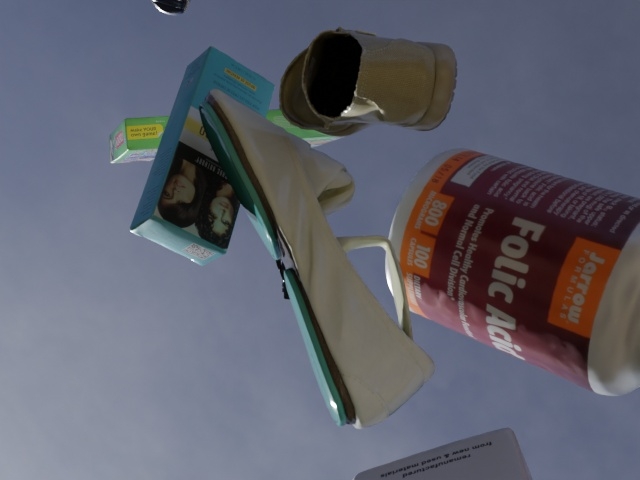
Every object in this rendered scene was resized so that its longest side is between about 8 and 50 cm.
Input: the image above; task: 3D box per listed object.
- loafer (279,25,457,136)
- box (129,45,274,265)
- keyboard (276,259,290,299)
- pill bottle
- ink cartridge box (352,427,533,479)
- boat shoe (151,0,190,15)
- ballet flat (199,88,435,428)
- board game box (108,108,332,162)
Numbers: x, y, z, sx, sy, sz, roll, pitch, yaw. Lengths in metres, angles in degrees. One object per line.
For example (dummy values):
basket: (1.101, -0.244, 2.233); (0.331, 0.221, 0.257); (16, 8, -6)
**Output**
loafer: (0.020, -0.151, 0.824); (0.092, 0.268, 0.102); (11, -90, -28)
box: (-0.135, -0.102, 1.059); (0.100, 0.244, 0.060); (28, -31, -27)
keyboard: (-0.058, -0.012, 1.292); (0.038, 0.100, 0.192); (-2, -77, -2)
pill bottle: (0.291, 0.044, 1.036); (0.392, 0.224, 0.224); (22, -57, 36)
ink cartridge box: (0.102, 0.269, 0.476); (0.117, 0.278, 0.201); (-20, -71, 9)
boat shoe: (-0.170, -0.353, 1.051); (0.066, 0.066, 0.183); (17, -33, -7)
ballet flat: (0.000, 0.000, 0.950); (0.139, 0.139, 0.400); (-36, -110, 30)
board game box: (-0.138, -0.154, 1.310); (0.317, 0.213, 0.046); (-6, -89, -19)
